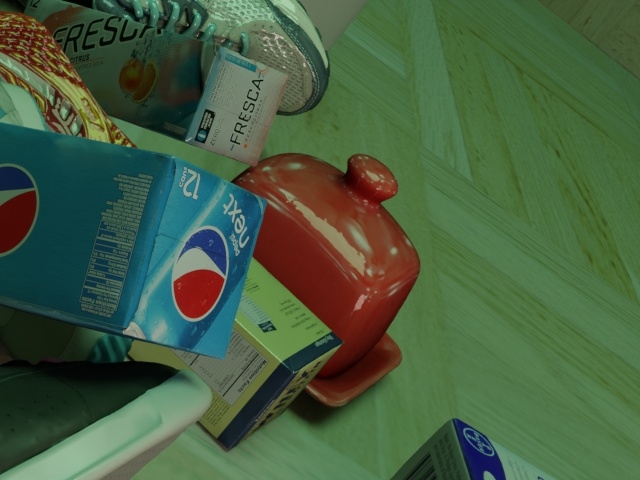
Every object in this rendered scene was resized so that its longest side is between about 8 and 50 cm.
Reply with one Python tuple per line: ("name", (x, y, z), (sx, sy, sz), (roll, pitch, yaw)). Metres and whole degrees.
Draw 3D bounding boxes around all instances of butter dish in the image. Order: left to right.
("butter dish", (0.000, 0.000, 0.951), (0.160, 0.118, 0.160), (43, 18, 9))

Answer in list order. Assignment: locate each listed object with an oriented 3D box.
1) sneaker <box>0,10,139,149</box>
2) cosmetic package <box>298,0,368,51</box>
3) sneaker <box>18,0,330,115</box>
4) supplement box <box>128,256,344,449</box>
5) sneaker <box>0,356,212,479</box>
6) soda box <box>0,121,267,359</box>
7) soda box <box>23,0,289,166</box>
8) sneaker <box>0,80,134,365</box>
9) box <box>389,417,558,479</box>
("sneaker", (-0.140, -0.041, 0.871), (0.064, 0.067, 0.175), (-22, 78, -41))
("cosmetic package", (-0.130, -0.368, 1.374), (0.453, 0.230, 0.161), (45, 18, 14))
("sneaker", (-0.125, -0.152, 1.124), (0.283, 0.110, 0.122), (27, 33, -14))
("supplement box", (-0.046, 0.052, 0.839), (0.083, 0.056, 0.083), (43, 19, 9))
("sneaker", (-0.150, 0.053, 0.558), (0.147, 0.104, 0.296), (49, 24, 10))
("soda box", (-0.131, -0.010, 0.635), (0.210, 0.067, 0.071), (13, -6, 30))
("soda box", (-0.107, -0.097, 0.951), (0.183, 0.058, 0.063), (20, 2, 42))
("sneaker", (-0.155, -0.009, 0.740), (0.092, 0.087, 0.228), (19, 19, -44))
("box", (0.107, 0.177, 0.823), (0.137, 0.072, 0.126), (33, 20, -22))
